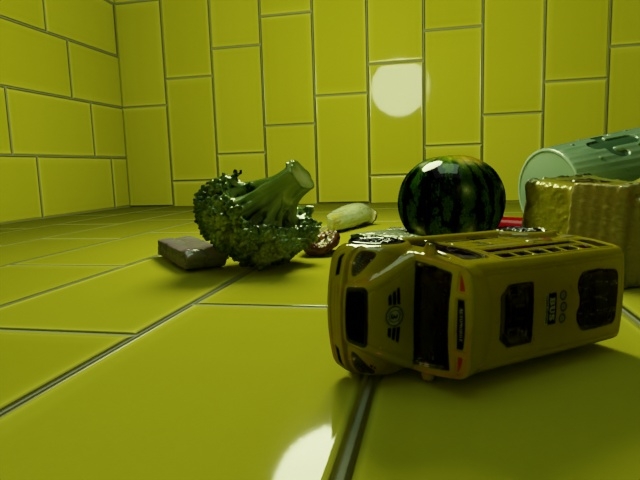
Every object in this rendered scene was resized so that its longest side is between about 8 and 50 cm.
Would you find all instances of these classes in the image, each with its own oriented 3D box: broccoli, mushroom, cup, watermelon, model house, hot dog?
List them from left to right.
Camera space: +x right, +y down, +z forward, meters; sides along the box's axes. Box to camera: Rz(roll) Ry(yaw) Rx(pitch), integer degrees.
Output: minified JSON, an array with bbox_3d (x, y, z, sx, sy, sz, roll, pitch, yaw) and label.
[{"bbox_3d":[-0.131,-0.050,1.196,0.259,0.235,0.288,-4,12,30],"label":"broccoli"},{"bbox_3d":[-0.002,0.002,1.379,0.099,0.065,0.147,10,8,13],"label":"hot dog"},{"bbox_3d":[0.096,-0.083,1.921,0.107,0.087,0.333,4,12,33],"label":"mushroom"},{"bbox_3d":[0.329,-0.094,1.338,0.268,0.269,0.269,-2,8,0],"label":"watermelon"},{"bbox_3d":[0.501,-0.021,0.969,0.174,0.194,0.234,-2,10,-8],"label":"model house"},{"bbox_3d":[0.842,-0.159,1.524,0.392,0.310,0.401,-10,8,-17],"label":"cup"}]

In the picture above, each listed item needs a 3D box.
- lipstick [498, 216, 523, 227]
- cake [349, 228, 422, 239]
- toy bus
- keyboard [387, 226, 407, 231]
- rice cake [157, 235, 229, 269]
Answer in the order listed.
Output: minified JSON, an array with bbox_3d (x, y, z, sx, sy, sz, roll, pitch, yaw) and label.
[{"bbox_3d":[0.483,-0.035,1.520,0.279,0.073,0.073,3,9,34],"label":"lipstick"},{"bbox_3d":[0.125,0.039,0.934,0.099,0.100,0.235,-5,8,-11],"label":"cake"},{"bbox_3d":[0.176,0.062,0.584,0.331,0.145,0.151,-5,10,-28],"label":"toy bus"},{"bbox_3d":[0.326,-0.036,1.775,0.202,0.011,0.067,1,10,18],"label":"keyboard"},{"bbox_3d":[-0.325,0.028,1.308,0.106,0.050,0.298,-5,8,-29],"label":"rice cake"}]
